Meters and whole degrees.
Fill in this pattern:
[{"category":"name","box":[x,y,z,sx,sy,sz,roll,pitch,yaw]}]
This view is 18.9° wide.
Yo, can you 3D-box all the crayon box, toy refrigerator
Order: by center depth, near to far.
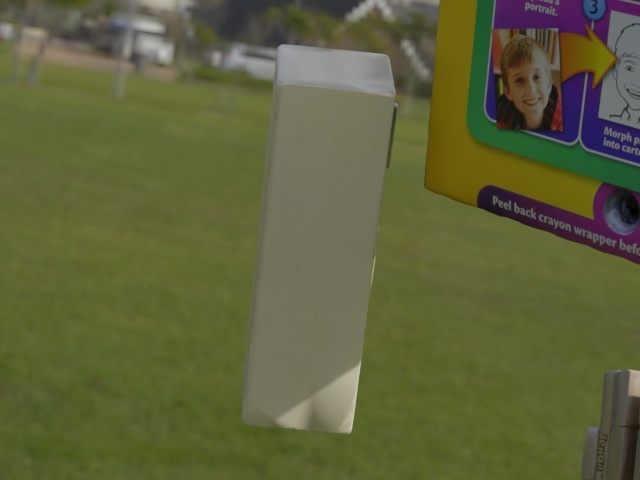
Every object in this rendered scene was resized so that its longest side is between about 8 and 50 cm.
[{"category":"crayon box","box":[0.240,-0.143,1.235,0.106,0.313,0.363,-13,25,-43]},{"category":"toy refrigerator","box":[0.000,0.000,1.434,0.094,0.269,0.102,5,21,-3]}]

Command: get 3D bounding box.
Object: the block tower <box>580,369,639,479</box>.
[{"category":"block tower","box":[0.216,0.100,0.844,0.097,0.091,0.335,8,-8,-14]}]
